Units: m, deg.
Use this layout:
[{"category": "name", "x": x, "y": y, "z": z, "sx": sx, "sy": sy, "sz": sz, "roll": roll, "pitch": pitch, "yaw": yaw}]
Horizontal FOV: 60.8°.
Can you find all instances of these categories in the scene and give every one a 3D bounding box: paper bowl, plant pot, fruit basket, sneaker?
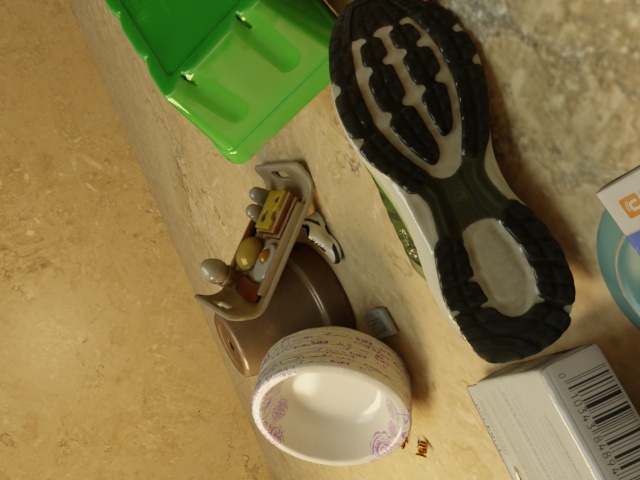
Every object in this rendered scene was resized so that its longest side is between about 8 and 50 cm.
[{"category": "paper bowl", "x": 0.025, "y": 0.271, "z": 1.003, "sx": 0.148, "sy": 0.284, "sz": 0.284, "roll": -76, "pitch": -19, "yaw": -54}, {"category": "plant pot", "x": -0.091, "y": 0.165, "z": 1.147, "sx": 0.263, "sy": 0.229, "sz": 0.263, "roll": 46, "pitch": 150, "yaw": 37}, {"category": "fruit basket", "x": -0.132, "y": -0.300, "z": 0.819, "sx": 0.392, "sy": 0.283, "sz": 0.392, "roll": 44, "pitch": -161, "yaw": -19}, {"category": "sneaker", "x": 0.114, "y": -0.068, "z": 0.610, "sx": 0.182, "sy": 0.158, "sz": 0.411, "roll": 136, "pitch": 113, "yaw": -84}, {"category": "sneaker", "x": 0.000, "y": 0.000, "z": 1.020, "sx": 0.109, "sy": 0.043, "sz": 0.040, "roll": 57, "pitch": 154, "yaw": 11}]

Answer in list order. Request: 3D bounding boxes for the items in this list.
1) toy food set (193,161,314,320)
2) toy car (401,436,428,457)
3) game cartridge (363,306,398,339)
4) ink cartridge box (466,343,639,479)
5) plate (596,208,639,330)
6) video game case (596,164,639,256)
[{"category": "toy food set", "x": -0.140, "y": -0.007, "z": 1.053, "sx": 0.092, "sy": 0.306, "sz": 0.219, "roll": 26, "pitch": 172, "yaw": -28}, {"category": "toy car", "x": 0.178, "y": 0.398, "z": 1.084, "sx": 0.122, "sy": 0.060, "sz": 0.041, "roll": -4, "pitch": 67, "yaw": 48}, {"category": "game cartridge", "x": 0.107, "y": 0.147, "z": 0.980, "sx": 0.056, "sy": 0.017, "sz": 0.083, "roll": 58, "pitch": 156, "yaw": 6}, {"category": "ink cartridge box", "x": 0.290, "y": 0.285, "z": 0.582, "sx": 0.330, "sy": 0.071, "sz": 0.324, "roll": 75, "pitch": 170, "yaw": -74}, {"category": "plate", "x": 0.302, "y": 0.032, "z": 0.436, "sx": 0.188, "sy": 0.024, "sz": 0.188, "roll": 48, "pitch": 152, "yaw": 35}, {"category": "video game case", "x": 0.329, "y": 0.023, "z": 0.287, "sx": 0.270, "sy": 0.061, "sz": 0.244, "roll": 60, "pitch": 150, "yaw": 10}]
